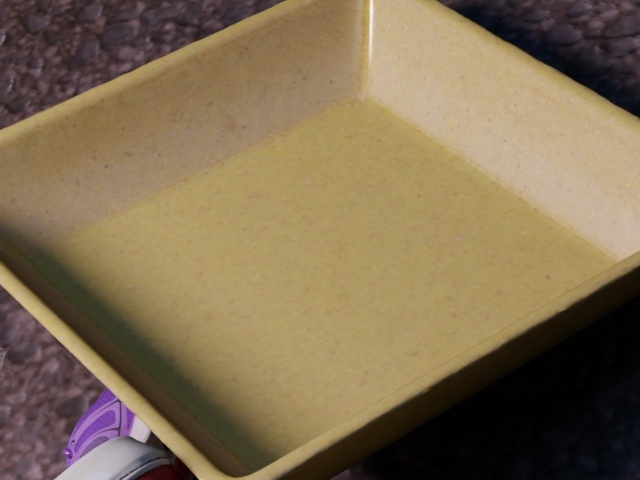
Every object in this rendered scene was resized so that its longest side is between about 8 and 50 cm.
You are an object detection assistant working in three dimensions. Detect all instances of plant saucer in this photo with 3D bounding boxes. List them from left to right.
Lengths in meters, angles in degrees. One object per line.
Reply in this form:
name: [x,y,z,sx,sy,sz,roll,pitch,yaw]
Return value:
plant saucer: [0.000,0.000,1.034,0.333,0.081,0.333,-28,41,-25]

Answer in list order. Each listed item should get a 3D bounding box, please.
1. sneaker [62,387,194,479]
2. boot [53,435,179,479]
sneaker: [-0.109,0.133,1.021,0.071,0.068,0.170,-15,34,29]
boot: [-0.100,0.223,0.849,0.176,0.088,0.244,37,95,19]
